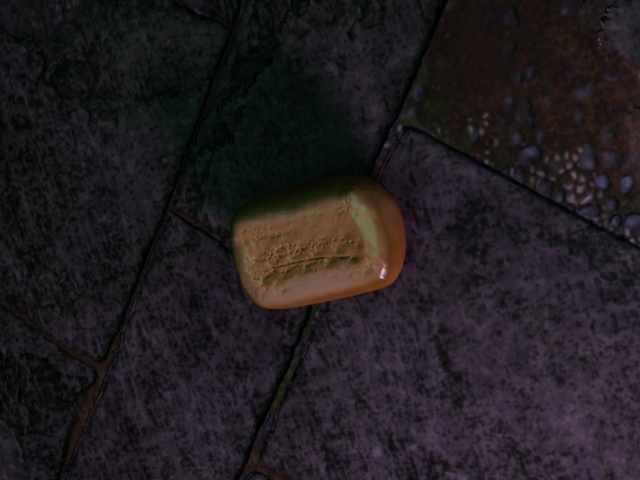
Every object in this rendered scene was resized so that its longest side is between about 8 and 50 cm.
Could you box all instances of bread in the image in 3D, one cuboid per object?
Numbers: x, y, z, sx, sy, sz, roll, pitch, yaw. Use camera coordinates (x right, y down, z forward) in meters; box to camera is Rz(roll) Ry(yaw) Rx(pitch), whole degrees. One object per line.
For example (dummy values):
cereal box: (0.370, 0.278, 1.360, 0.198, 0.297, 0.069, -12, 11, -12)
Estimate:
bread: (0.000, 0.000, 1.661, 0.217, 0.098, 0.147, -9, 96, 29)
